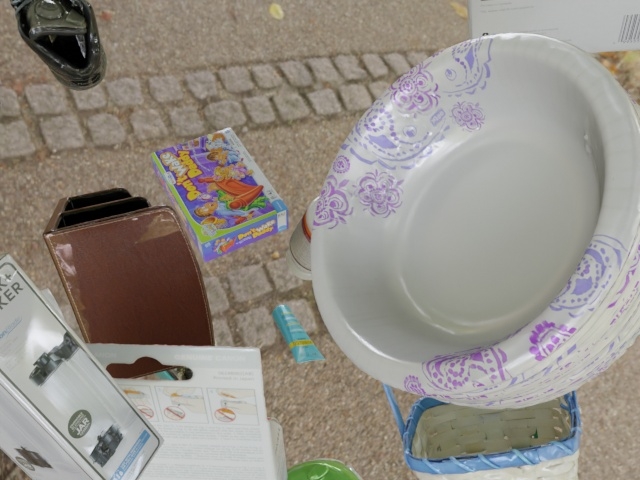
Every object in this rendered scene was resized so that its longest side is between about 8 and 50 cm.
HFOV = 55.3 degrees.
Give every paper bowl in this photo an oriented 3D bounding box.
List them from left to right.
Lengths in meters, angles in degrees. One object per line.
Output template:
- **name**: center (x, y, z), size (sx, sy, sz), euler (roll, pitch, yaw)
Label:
- **paper bowl**: center (0.138, -0.007, 0.501), size (0.148, 0.284, 0.284), euler (25, 40, -39)

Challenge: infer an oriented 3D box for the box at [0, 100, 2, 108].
- **box**: center (-0.347, -0.147, 0.597), size (0.027, 0.094, 0.137), euler (-13, 38, -12)

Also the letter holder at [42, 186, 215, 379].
- **letter holder**: center (-0.312, 0.067, 1.067), size (0.214, 0.302, 0.152), euler (-13, 27, -7)

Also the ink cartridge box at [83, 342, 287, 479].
- **ink cartridge box**: center (-0.217, 0.272, 0.913), size (0.307, 0.385, 0.091), euler (1, 33, 4)

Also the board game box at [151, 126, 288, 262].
- **board game box**: center (-0.265, -0.130, 1.590), size (0.233, 0.078, 0.347), euler (-23, 56, -19)

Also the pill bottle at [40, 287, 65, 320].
- **pill bottle**: center (-0.736, 0.209, 1.449), size (0.229, 0.131, 0.131), euler (-28, 67, -26)

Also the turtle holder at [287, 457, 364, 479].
- **turtle holder**: center (-0.016, 0.667, 1.449), size (0.243, 0.320, 0.227), euler (38, 1, 23)

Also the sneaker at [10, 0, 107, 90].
- **sneaker**: center (-0.305, -0.278, 0.662), size (0.087, 0.130, 0.228), euler (-28, 107, -16)

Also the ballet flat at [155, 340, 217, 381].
- **ballet flat**: center (-0.276, 0.340, 1.456), size (0.182, 0.164, 0.482), euler (-37, 52, -20)

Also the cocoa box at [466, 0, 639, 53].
- **cocoa box**: center (0.424, -0.476, 1.032), size (0.346, 0.231, 0.228), euler (-1, 59, 14)

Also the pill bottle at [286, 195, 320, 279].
- **pill bottle**: center (0.000, 0.000, 1.323), size (0.121, 0.221, 0.121), euler (7, 63, -15)

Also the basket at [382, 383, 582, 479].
- **basket**: center (0.218, 0.235, 0.822), size (0.254, 0.289, 0.201), euler (-10, 15, 15)

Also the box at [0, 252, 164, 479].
- **box**: center (-0.320, 0.154, 0.661), size (0.290, 0.169, 0.087), euler (61, 40, -28)

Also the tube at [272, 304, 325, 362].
- **tube**: center (-0.066, 0.248, 1.590), size (0.080, 0.052, 0.207), euler (-5, 33, -26)
